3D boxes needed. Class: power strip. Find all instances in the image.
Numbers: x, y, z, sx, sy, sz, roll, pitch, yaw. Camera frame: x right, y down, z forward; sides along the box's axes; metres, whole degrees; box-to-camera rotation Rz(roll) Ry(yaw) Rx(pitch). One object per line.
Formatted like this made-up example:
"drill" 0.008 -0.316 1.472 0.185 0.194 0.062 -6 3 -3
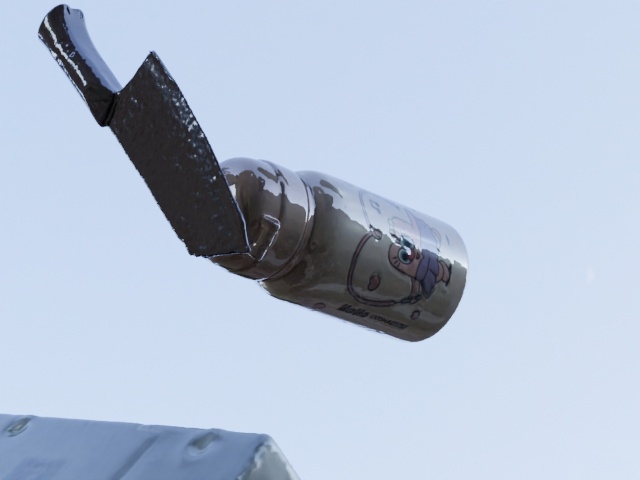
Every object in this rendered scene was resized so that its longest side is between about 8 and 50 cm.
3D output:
"power strip" -0.107 0.092 0.466 0.272 0.078 0.052 -4 -58 45

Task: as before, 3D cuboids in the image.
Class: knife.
"knife" -0.095 -0.066 0.834 0.028 0.230 0.060 9 -56 -45

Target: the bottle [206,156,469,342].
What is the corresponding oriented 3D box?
"bottle" 0.000 0.000 1.069 0.209 0.110 0.097 22 -78 -39
